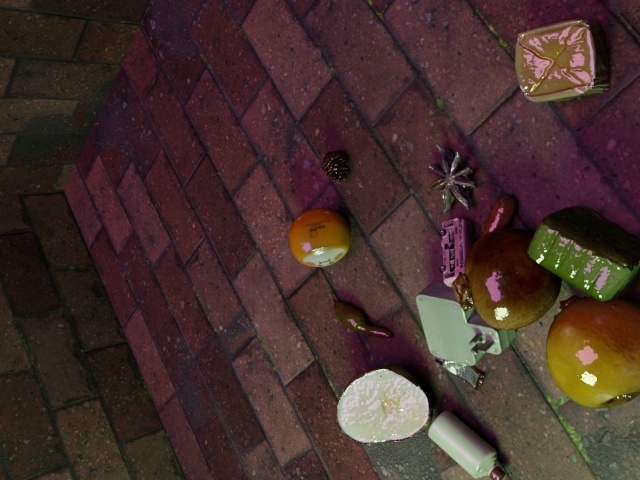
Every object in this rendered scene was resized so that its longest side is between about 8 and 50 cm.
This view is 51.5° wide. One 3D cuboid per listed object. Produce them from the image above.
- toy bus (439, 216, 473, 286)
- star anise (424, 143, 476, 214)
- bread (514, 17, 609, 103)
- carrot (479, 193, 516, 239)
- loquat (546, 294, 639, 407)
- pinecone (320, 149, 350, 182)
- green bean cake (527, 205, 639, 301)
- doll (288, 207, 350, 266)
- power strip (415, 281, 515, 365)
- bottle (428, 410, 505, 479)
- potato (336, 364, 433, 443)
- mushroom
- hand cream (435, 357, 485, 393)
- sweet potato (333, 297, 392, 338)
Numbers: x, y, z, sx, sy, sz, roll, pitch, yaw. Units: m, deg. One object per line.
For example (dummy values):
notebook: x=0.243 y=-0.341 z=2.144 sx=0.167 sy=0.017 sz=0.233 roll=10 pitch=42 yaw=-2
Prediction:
toy bus: x=0.390 y=0.032 z=1.893 sx=0.090 sy=0.063 sz=0.203 roll=-20 pitch=54 yaw=37
star anise: x=0.380 y=-0.172 z=1.926 sx=0.205 sy=0.061 sz=0.181 roll=53 pitch=130 yaw=25
bread: x=0.592 y=-0.439 z=1.633 sx=0.209 sy=0.109 sz=0.192 roll=-4 pitch=100 yaw=46
carrot: x=0.483 y=-0.038 z=1.825 sx=0.060 sy=0.060 sz=0.186 roll=30 pitch=103 yaw=39
loquat: x=0.659 y=0.253 z=1.573 sx=0.274 sy=0.274 sz=0.275 roll=10 pitch=104 yaw=44
pinecone: x=0.049 y=-0.247 z=2.232 sx=0.102 sy=0.102 sz=0.110 roll=-3 pitch=105 yaw=46
green bean cake: x=0.645 y=0.026 z=1.578 sx=0.248 sy=0.222 sz=0.125 roll=40 pitch=125 yaw=29
doll: x=0.000 y=0.000 z=2.274 sx=0.213 sy=0.213 sz=0.236 roll=60 pitch=174 yaw=20
power strip: x=0.403 y=0.257 z=1.889 sx=0.261 sy=0.141 sz=0.230 roll=8 pitch=124 yaw=44
bottle: x=0.440 y=0.621 z=1.970 sx=0.245 sy=0.104 sz=0.104 roll=37 pitch=121 yaw=35
potato: x=0.214 y=0.516 z=2.140 sx=0.299 sy=0.196 sz=0.247 roll=-14 pitch=89 yaw=17
mushroom: x=0.480 y=0.100 z=1.724 sx=0.283 sy=0.195 sz=0.263 roll=-32 pitch=71 yaw=19
hand cream: x=0.421 y=0.392 z=2.004 sx=0.163 sy=0.039 sz=0.062 roll=31 pitch=116 yaw=31
sweet potato: x=0.125 y=0.276 z=2.256 sx=0.269 sy=0.074 sz=0.075 roll=29 pitch=117 yaw=35
